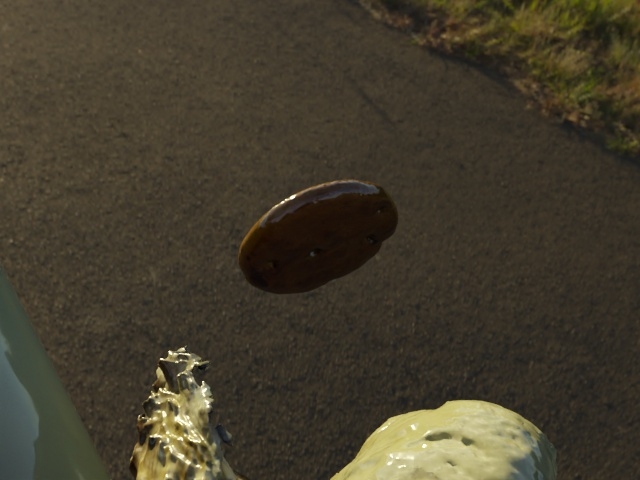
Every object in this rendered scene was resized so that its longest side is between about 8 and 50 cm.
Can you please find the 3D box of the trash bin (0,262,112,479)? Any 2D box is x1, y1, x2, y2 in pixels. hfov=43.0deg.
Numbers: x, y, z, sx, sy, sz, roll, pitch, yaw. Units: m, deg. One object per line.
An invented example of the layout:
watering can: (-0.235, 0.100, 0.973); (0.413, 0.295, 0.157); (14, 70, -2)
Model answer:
trash bin: (-0.360, 0.256, 0.825); (0.280, 0.280, 0.431); (-25, 90, -30)

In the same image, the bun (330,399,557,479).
bun: (0.067, 0.218, 0.577); (0.153, 0.243, 0.244); (28, 46, 11)

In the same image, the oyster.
oyster: (-0.118, 0.241, 0.818); (0.115, 0.237, 0.351); (-24, 24, -5)

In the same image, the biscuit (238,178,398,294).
biscuit: (0.000, 0.000, 0.986); (0.212, 0.212, 0.036); (-14, 59, -22)
